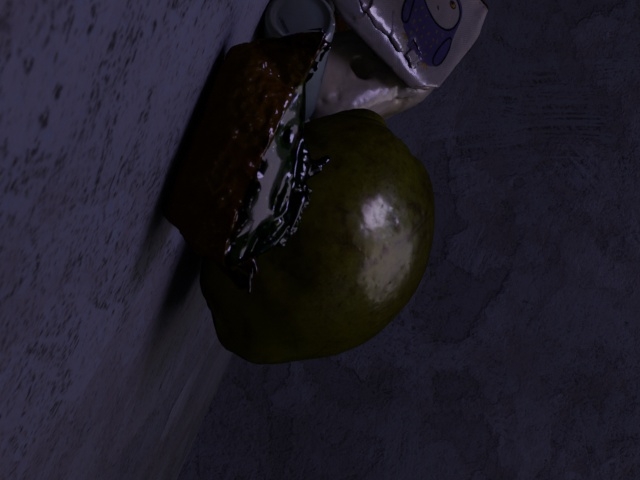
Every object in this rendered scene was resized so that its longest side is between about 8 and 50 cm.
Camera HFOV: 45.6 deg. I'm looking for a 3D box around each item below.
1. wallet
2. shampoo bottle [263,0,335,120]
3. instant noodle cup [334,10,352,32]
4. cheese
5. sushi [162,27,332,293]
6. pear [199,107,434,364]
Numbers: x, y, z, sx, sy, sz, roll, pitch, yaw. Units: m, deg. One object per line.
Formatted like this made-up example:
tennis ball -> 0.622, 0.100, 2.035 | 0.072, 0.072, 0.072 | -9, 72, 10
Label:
wallet -> 0.148, -0.418, 1.274 | 0.068, 0.335, 0.274 | 0, -125, 56
shampoo bottle -> -0.039, -0.225, 1.025 | 0.262, 0.085, 0.085 | 111, 2, -71
instant noodle cup -> 0.133, -0.482, 1.579 | 0.153, 0.205, 0.205 | -81, -170, -50
cheese -> 0.070, -0.288, 1.356 | 0.251, 0.173, 0.248 | -19, 178, 30
sushi -> -0.069, -0.093, 0.838 | 0.287, 0.140, 0.149 | -66, 172, 4
pear -> 0.000, 0.000, 1.142 | 0.413, 0.352, 0.352 | -53, 179, 0
